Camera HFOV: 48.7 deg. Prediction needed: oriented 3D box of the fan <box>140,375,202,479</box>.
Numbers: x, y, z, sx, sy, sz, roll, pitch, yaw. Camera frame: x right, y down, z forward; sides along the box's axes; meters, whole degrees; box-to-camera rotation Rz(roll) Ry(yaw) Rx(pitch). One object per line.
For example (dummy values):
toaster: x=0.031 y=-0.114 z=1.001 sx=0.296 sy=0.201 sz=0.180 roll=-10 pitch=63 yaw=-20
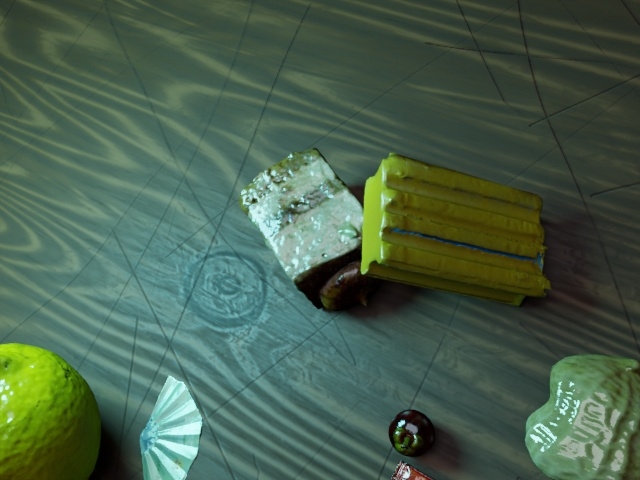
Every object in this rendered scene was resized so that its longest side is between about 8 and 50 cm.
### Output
fan: x=-0.293 y=0.381 z=1.373 sx=0.131 sy=0.009 sz=0.240 roll=-1 pitch=68 yaw=15

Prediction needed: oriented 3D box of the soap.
soap: x=0.235 y=-0.011 z=1.229 sx=0.324 sy=0.096 sz=0.204 roll=13 pitch=66 yaw=-17

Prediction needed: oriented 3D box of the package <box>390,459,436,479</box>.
package: x=0.204 y=0.449 z=1.176 sx=0.200 sy=0.022 sz=0.083 roll=22 pitch=77 yaw=23

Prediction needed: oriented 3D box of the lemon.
lemon: x=-0.563 y=0.350 z=1.287 sx=0.336 sy=0.336 sz=0.336 roll=-7 pitch=66 yaw=15

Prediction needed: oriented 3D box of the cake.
cake: x=0.000 y=0.000 z=1.336 sx=0.196 sy=0.199 sz=0.293 roll=-32 pitch=64 yaw=0

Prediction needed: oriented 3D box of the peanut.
peanut: x=0.440 y=0.286 z=1.121 sx=0.197 sy=0.110 sz=0.233 roll=21 pitch=78 yaw=24

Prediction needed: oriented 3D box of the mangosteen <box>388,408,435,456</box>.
mangosteen: x=0.154 y=0.329 z=1.211 sx=0.081 sy=0.081 sz=0.081 roll=-7 pitch=66 yaw=15
